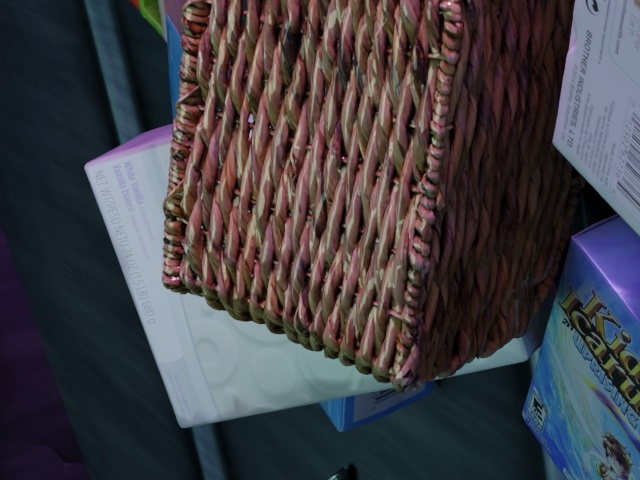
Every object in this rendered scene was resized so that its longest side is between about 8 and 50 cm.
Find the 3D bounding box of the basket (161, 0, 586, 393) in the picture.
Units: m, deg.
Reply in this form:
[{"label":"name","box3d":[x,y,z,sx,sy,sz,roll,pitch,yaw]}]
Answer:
[{"label":"basket","box3d":[0.046,-0.085,1.313,0.223,0.213,0.299,22,118,33]}]

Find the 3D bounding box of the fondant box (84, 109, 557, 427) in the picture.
[{"label":"fondant box","box3d":[0.000,0.000,1.531,0.330,0.096,0.238,-14,101,30]}]

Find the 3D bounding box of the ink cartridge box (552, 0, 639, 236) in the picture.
[{"label":"ink cartridge box","box3d":[0.244,-0.032,1.052,0.311,0.065,0.185,54,156,36]}]

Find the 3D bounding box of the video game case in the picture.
[{"label":"video game case","box3d":[0.251,0.153,1.366,0.269,0.061,0.244,56,157,29]}]

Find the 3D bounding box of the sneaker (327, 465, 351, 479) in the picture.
[{"label":"sneaker","box3d":[0.029,0.280,2.127,0.035,0.031,0.083,39,153,27]}]

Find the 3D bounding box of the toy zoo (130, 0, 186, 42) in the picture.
[{"label":"toy zoo","box3d":[-0.225,-0.362,2.068,0.293,0.030,0.192,49,153,42]}]

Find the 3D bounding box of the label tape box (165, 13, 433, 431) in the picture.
[{"label":"label tape box","box3d":[-0.019,-0.033,1.787,0.347,0.115,0.249,55,157,37]}]
